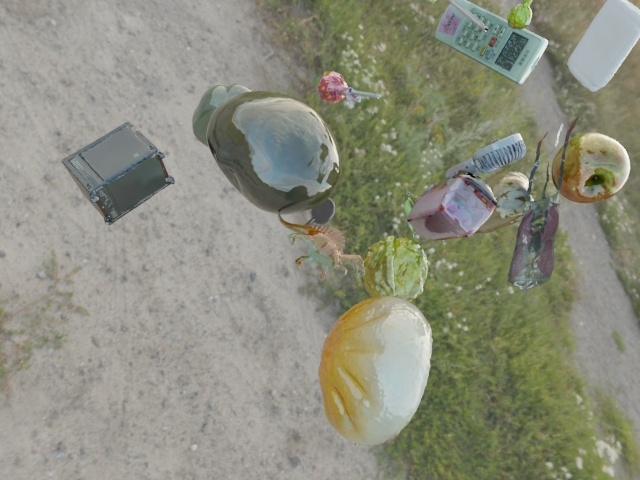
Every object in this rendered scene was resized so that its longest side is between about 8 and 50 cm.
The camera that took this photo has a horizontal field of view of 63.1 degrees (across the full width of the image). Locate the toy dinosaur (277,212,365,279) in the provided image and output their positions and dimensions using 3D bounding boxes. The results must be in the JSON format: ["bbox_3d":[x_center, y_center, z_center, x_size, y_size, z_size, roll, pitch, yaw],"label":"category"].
[{"bbox_3d":[0.001,0.001,1.163,0.142,0.057,0.212,-19,71,-14],"label":"toy dinosaur"}]

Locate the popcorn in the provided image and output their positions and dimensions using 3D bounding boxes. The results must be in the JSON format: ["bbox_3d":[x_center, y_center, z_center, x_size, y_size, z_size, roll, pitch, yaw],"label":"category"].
[{"bbox_3d":[0.198,0.083,1.428,0.197,0.155,0.198,8,70,-24],"label":"popcorn"}]

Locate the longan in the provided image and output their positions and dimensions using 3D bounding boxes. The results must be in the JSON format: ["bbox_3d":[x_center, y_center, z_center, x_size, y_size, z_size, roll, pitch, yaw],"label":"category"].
[{"bbox_3d":[-0.112,-0.211,1.260,0.350,0.289,0.288,36,37,10],"label":"longan"}]

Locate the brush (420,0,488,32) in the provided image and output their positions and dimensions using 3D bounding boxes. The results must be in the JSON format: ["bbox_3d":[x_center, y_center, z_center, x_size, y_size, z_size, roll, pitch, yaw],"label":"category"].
[{"bbox_3d":[0.328,-0.659,1.435,0.312,0.067,0.072,33,33,-11],"label":"brush"}]

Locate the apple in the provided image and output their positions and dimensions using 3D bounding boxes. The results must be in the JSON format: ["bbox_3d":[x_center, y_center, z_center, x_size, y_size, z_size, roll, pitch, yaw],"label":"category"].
[{"bbox_3d":[0.741,-0.204,1.441,0.195,0.196,0.196,26,47,-33],"label":"apple"}]

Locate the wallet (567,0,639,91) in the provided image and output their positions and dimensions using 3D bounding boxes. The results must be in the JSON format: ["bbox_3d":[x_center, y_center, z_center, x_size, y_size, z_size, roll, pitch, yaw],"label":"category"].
[{"bbox_3d":[0.632,-0.434,1.156,0.031,0.183,0.124,-7,52,-21],"label":"wallet"}]

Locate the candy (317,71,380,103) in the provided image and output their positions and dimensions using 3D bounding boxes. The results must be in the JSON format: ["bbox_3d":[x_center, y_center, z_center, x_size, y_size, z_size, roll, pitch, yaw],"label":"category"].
[{"bbox_3d":[0.110,-0.561,1.955,0.124,0.365,0.124,-13,115,-29],"label":"candy"}]

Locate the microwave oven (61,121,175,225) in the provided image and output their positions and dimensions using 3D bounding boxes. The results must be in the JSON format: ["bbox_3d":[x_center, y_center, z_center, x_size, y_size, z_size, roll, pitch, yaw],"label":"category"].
[{"bbox_3d":[-0.602,-0.197,1.575,0.247,0.188,0.178,-38,62,-22],"label":"microwave oven"}]

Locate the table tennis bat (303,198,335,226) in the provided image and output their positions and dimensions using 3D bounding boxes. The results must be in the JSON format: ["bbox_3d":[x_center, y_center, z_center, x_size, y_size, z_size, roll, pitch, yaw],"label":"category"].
[{"bbox_3d":[-0.038,-0.110,2.042,0.119,0.170,0.108,20,33,-54],"label":"table tennis bat"}]

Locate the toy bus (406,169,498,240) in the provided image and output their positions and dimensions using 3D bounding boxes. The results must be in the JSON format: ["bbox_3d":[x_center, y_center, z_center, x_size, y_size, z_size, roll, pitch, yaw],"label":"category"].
[{"bbox_3d":[0.332,-0.083,1.367,0.127,0.302,0.147,41,80,-5],"label":"toy bus"}]

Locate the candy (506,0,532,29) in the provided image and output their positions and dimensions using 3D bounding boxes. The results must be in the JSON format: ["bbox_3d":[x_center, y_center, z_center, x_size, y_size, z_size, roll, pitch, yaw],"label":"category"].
[{"bbox_3d":[0.529,-0.615,1.284,0.058,0.194,0.062,-5,47,-35],"label":"candy"}]

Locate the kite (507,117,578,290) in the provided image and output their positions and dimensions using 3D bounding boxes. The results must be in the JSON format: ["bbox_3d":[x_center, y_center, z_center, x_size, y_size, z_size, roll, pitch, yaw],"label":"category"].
[{"bbox_3d":[0.457,-0.070,1.085,0.022,0.204,0.361,14,83,-3],"label":"kite"}]

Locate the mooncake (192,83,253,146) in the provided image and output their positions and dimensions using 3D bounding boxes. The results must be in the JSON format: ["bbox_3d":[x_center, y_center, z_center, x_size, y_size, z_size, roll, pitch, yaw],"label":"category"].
[{"bbox_3d":[-0.301,-0.415,1.780,0.274,0.274,0.135,23,54,-35],"label":"mooncake"}]

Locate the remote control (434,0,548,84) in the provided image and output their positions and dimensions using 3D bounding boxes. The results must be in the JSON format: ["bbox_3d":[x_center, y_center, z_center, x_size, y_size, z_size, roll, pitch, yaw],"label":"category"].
[{"bbox_3d":[0.516,-0.622,1.613,0.344,0.145,0.050,41,28,27],"label":"remote control"}]

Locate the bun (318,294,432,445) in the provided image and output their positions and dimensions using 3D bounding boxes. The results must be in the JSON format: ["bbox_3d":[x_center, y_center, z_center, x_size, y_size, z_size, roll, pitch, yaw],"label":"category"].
[{"bbox_3d":[0.081,0.243,1.024,0.164,0.299,0.299,21,47,-9],"label":"bun"}]

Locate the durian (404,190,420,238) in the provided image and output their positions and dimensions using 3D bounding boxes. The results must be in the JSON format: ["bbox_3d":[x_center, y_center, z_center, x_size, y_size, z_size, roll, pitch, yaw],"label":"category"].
[{"bbox_3d":[0.428,-0.127,2.339,0.137,0.095,0.221,-74,159,-52],"label":"durian"}]

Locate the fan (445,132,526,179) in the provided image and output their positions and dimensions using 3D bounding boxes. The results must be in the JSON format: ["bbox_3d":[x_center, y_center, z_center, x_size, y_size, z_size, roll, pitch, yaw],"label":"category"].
[{"bbox_3d":[0.430,-0.212,1.390,0.130,0.244,0.074,-22,88,-35],"label":"fan"}]

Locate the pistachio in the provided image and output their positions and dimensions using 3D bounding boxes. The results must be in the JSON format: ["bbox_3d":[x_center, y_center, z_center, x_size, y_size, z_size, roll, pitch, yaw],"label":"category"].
[{"bbox_3d":[0.635,-0.139,1.892,0.163,0.260,0.213,44,30,-43],"label":"pistachio"}]
